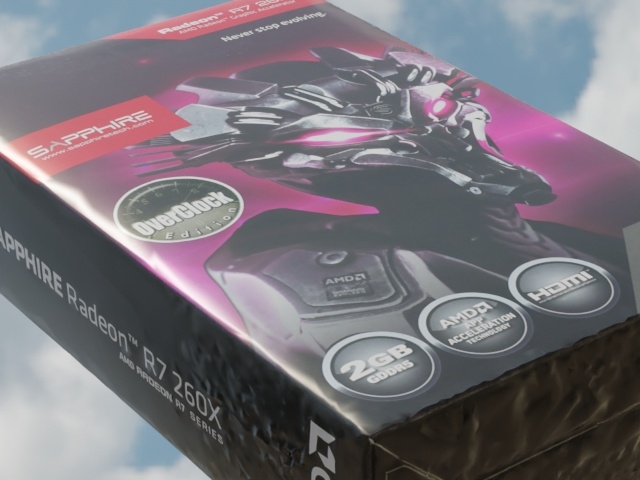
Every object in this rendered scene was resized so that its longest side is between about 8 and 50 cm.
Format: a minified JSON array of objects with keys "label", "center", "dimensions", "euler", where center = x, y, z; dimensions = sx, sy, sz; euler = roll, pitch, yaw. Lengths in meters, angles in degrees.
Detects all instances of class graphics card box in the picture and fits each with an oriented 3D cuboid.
[{"label":"graphics card box","center":[0.000,0.000,0.853],"dimensions":[0.233,0.371,0.094],"euler":[-20,-54,-30]}]
